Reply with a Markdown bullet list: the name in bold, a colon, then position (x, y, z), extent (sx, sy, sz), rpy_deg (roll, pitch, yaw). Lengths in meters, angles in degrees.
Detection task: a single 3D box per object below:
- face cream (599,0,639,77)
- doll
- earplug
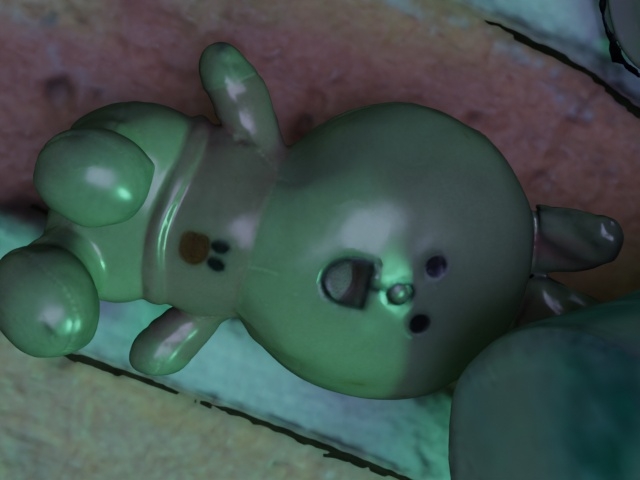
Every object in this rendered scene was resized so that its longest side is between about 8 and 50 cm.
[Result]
- **face cream**: position (0.254, -0.139, 0.687), extent (0.244, 0.058, 0.092), rpy_deg (-17, 96, -13)
- **doll**: position (-0.007, -0.004, 0.634), extent (0.275, 0.113, 0.154), rpy_deg (5, 107, -18)
- **earplug**: position (0.233, 0.059, 0.631), extent (0.324, 0.185, 0.185), rpy_deg (-26, 104, -33)
